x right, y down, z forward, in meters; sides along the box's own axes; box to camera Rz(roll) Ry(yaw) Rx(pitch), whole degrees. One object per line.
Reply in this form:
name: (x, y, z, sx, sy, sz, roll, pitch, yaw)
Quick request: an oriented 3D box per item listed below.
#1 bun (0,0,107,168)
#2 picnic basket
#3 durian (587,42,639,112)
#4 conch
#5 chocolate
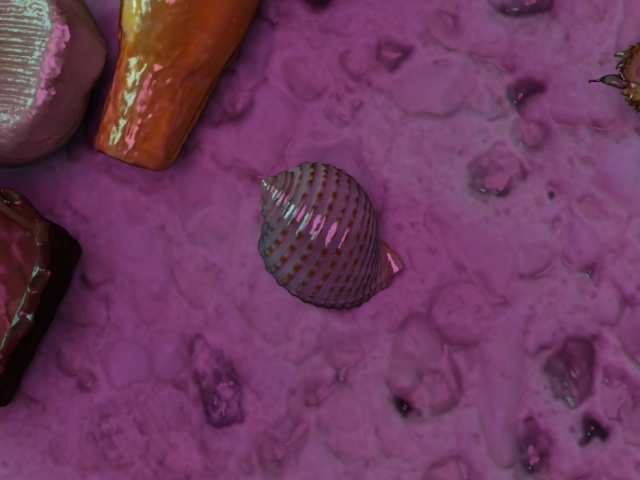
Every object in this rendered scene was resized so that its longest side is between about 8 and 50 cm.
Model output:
bun: (-0.305, -0.177, 1.520, 0.204, 0.126, 0.212, 29, 97, 27)
picnic basket: (-0.407, 0.029, 1.445, 0.291, 0.321, 0.254, 26, 89, 10)
durian: (0.368, -0.115, 1.401, 0.221, 0.095, 0.137, 37, 59, 14)
conch: (-0.004, 0.000, 1.471, 0.135, 0.102, 0.153, -45, 79, 21)
chocolate: (-0.121, -0.287, 1.494, 0.162, 0.162, 0.445, 22, 96, 12)
